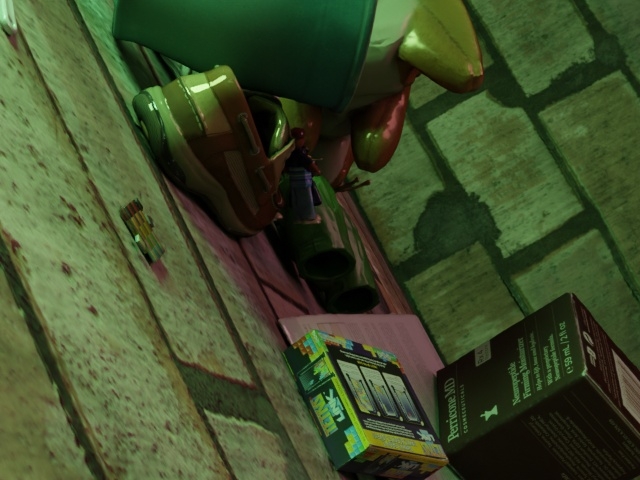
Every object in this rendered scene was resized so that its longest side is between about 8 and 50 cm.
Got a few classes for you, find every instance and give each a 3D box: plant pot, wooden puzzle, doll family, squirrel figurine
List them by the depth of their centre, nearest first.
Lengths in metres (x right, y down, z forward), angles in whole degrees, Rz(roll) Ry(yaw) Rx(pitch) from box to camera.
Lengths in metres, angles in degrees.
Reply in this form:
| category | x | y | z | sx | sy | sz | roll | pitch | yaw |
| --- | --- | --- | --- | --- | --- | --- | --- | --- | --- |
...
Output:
| category | x | y | z | sx | sy | sz | roll | pitch | yaw |
| --- | --- | --- | --- | --- | --- | --- | --- | --- | --- |
| wooden puzzle | -0.139 | -0.007 | 1.105 | 0.049 | 0.006 | 0.083 | 60 | 6 | -7 |
| plant pot | -0.084 | -0.286 | 1.476 | 0.271 | 0.255 | 0.271 | -173 | -90 | -81 |
| doll family | -0.045 | -0.078 | 1.667 | 0.076 | 0.193 | 0.111 | -7 | 97 | -41 |
| squirrel figurine | 0.015 | -0.255 | 1.948 | 0.370 | 0.281 | 0.397 | 110 | -25 | -56 |

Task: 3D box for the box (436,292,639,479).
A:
| category | x | y | z | sx | sy | sz | roll | pitch | yaw |
| --- | --- | --- | --- | --- | --- | --- | --- | --- | --- |
| box | 0.268 | 0.207 | 1.675 | 0.167 | 0.203 | 0.168 | 47 | 23 | -23 |

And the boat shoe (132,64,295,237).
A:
| category | x | y | z | sx | sy | sz | roll | pitch | yaw |
| --- | --- | --- | --- | --- | --- | --- | --- | --- | --- |
| boat shoe | -0.082 | -0.092 | 1.464 | 0.122 | 0.120 | 0.324 | 62 | 6 | 16 |

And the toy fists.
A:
| category | x | y | z | sx | sy | sz | roll | pitch | yaw |
| --- | --- | --- | --- | --- | --- | --- | --- | --- | --- |
| toy fists | 0.000 | 0.000 | 1.886 | 0.279 | 0.096 | 0.142 | 52 | 20 | -64 |

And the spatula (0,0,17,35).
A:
| category | x | y | z | sx | sy | sz | roll | pitch | yaw |
| --- | --- | --- | --- | --- | --- | --- | --- | --- | --- |
| spatula | -0.280 | -0.265 | 1.095 | 0.168 | 0.019 | 0.242 | 57 | 6 | -41 |

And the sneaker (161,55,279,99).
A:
| category | x | y | z | sx | sy | sz | roll | pitch | yaw |
| --- | --- | --- | --- | --- | --- | --- | --- | --- | --- |
| sneaker | -0.152 | -0.217 | 1.692 | 0.152 | 0.114 | 0.305 | 31 | 24 | -45 |

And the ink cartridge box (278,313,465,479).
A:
| category | x | y | z | sx | sy | sz | roll | pitch | yaw |
| --- | --- | --- | --- | --- | --- | --- | --- | --- | --- |
| ink cartridge box | 0.079 | 0.236 | 1.630 | 0.385 | 0.091 | 0.308 | 5 | 55 | -63 |

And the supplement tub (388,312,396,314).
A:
| category | x | y | z | sx | sy | sz | roll | pitch | yaw |
| --- | --- | --- | --- | --- | --- | --- | --- | --- | --- |
| supplement tub | 0.105 | 0.167 | 2.080 | 0.107 | 0.071 | 0.071 | 61 | 6 | 4 |

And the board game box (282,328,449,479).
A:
| category | x | y | z | sx | sy | sz | roll | pitch | yaw |
| --- | --- | --- | --- | --- | --- | --- | --- | --- | --- |
| board game box | 0.048 | 0.173 | 1.455 | 0.170 | 0.048 | 0.141 | 23 | 36 | -54 |

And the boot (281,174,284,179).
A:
| category | x | y | z | sx | sy | sz | roll | pitch | yaw |
| --- | --- | --- | --- | --- | --- | --- | --- | --- | --- |
| boot | -0.057 | -0.159 | 2.260 | 0.246 | 0.083 | 0.161 | 63 | 0 | 8 |
